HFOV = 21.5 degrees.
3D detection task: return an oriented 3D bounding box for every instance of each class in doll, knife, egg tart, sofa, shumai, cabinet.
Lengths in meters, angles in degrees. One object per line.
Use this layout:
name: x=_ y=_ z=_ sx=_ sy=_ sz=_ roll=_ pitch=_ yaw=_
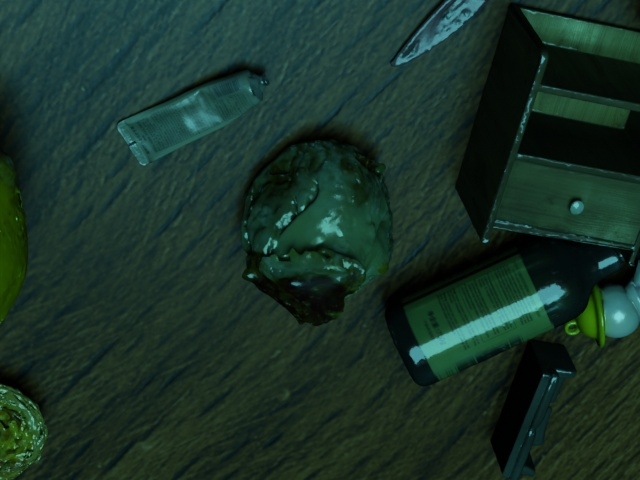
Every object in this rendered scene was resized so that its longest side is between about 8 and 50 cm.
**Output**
doll: x=0.368 y=0.059 z=1.883 sx=0.207 sy=0.081 sz=0.129 roll=-24 pitch=123 yaw=8
knife: x=0.164 y=-0.262 z=1.731 sx=0.035 sy=0.018 sz=0.247 roll=38 pitch=109 yaw=-26
egg tart: x=-0.365 y=0.206 z=1.872 sx=0.128 sy=0.049 sz=0.129 roll=-1 pitch=114 yaw=-2
sofa: x=0.250 y=0.198 z=1.933 sx=0.060 sy=0.085 sz=0.147 roll=13 pitch=113 yaw=-11
shumai: x=0.001 y=-0.006 z=1.765 sx=0.184 sy=0.142 sz=0.184 roll=-4 pitch=120 yaw=-7
cabinet: x=0.262 y=-0.105 z=1.747 sx=0.174 sy=0.148 sz=0.215 roll=10 pitch=116 yaw=-13

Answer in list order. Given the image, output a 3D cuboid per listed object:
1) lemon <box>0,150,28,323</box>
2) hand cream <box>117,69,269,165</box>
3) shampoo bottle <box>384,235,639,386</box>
lemon: x=-0.422 y=0.013 z=1.651 sx=0.310 sy=0.258 sz=0.258 roll=-33 pitch=116 yaw=4
hand cream: x=-0.128 y=-0.132 z=1.750 sx=0.165 sy=0.037 sz=0.057 roll=-24 pitch=118 yaw=13
shampoo bottle: x=0.215 y=0.061 z=1.850 sx=0.283 sy=0.101 sz=0.101 roll=-25 pitch=117 yaw=5
